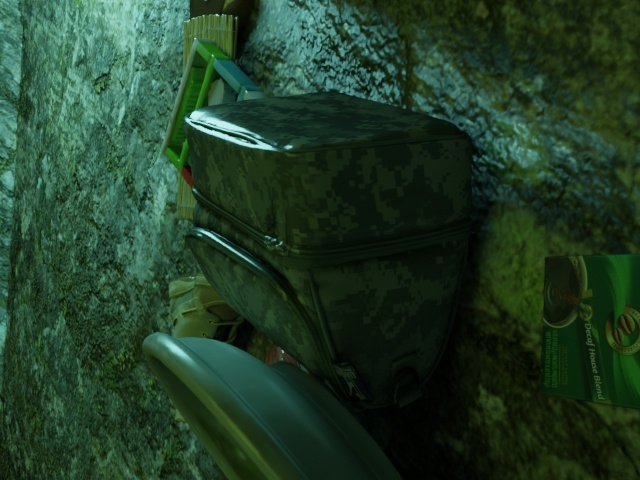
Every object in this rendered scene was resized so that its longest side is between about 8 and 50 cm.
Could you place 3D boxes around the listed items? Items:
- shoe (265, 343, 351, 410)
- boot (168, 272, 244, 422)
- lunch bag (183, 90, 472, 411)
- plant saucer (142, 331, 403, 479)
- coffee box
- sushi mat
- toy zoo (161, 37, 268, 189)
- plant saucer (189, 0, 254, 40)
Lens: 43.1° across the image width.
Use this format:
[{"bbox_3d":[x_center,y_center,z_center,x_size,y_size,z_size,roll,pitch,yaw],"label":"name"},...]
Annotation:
[{"bbox_3d":[-0.013,0.155,0.927,0.178,0.063,0.081,55,132,52],"label":"shoe"},{"bbox_3d":[-0.141,0.146,1.090,0.262,0.095,0.204,-13,75,58],"label":"boot"},{"bbox_3d":[0.000,0.000,0.808,0.305,0.212,0.256,27,125,56],"label":"lunch bag"},{"bbox_3d":[-0.009,0.226,0.758,0.400,0.100,0.400,46,160,21],"label":"plant saucer"},{"bbox_3d":[0.237,0.063,0.569,0.184,0.040,0.113,-2,84,57],"label":"coffee box"},{"bbox_3d":[-0.173,-0.178,1.223,0.151,0.019,0.317,18,106,53],"label":"sushi mat"},{"bbox_3d":[-0.126,-0.129,1.123,0.293,0.030,0.192,49,128,37],"label":"toy zoo"},{"bbox_3d":[-0.158,-0.386,1.248,0.198,0.036,0.199,-10,78,56],"label":"plant saucer"}]
